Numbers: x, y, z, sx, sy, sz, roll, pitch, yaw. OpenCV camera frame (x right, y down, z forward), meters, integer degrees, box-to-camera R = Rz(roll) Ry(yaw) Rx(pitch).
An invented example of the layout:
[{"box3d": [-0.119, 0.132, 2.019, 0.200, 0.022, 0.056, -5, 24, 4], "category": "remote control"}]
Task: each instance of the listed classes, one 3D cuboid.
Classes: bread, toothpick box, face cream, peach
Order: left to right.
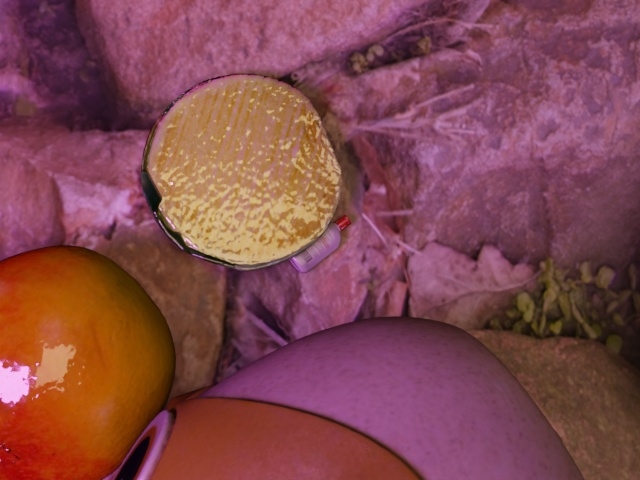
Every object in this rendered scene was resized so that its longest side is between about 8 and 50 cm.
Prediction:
[{"box3d": [-0.255, 0.124, 0.854, 0.230, 0.231, 0.231, 2, 82, -14], "category": "peach"}, {"box3d": [-0.086, -0.076, 1.007, 0.228, 0.033, 0.229, 2, 77, -9], "category": "bread"}, {"box3d": [0.000, 0.000, 1.028, 0.083, 0.021, 0.040, -37, 89, -16], "category": "face cream"}, {"box3d": [0.001, 0.292, 0.792, 0.425, 0.409, 0.409, -29, 90, -11], "category": "toothpick box"}]
